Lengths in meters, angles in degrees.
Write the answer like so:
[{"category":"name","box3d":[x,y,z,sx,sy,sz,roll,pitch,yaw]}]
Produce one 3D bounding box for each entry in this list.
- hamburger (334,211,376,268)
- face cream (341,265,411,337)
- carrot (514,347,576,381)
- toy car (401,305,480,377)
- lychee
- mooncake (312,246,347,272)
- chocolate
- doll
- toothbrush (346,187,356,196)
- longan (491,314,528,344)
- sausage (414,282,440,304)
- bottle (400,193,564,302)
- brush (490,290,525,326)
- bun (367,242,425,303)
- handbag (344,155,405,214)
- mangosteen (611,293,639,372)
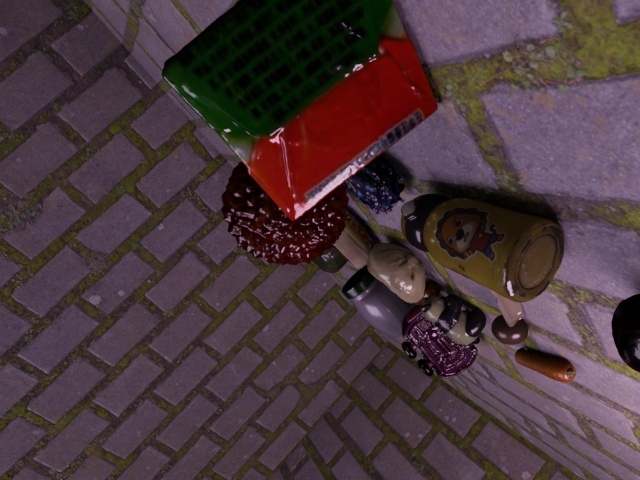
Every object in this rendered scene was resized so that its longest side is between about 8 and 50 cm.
[{"category":"hamburger","box3d":[0.113,-0.015,1.789,0.295,0.151,0.227,43,177,-20]},{"category":"face cream","box3d":[0.299,0.317,2.177,0.357,0.219,0.312,46,170,-7]},{"category":"carrot","box3d":[0.708,0.391,1.342,0.067,0.067,0.225,46,171,-8]},{"category":"toy car","box3d":[0.482,0.391,1.788,0.340,0.271,0.240,50,-171,-13]},{"category":"lychee","box3d":[-0.098,-0.129,1.453,0.425,0.500,0.424,14,113,35]},{"category":"mooncake","box3d":[0.000,0.000,2.149,0.356,0.194,0.356,41,170,9]},{"category":"chocolate","box3d":[-0.026,-0.273,0.747,0.341,0.360,0.161,52,-179,-35]},{"category":"doll","box3d":[0.475,0.275,1.541,0.234,0.135,0.143,36,167,10]},{"category":"toothbrush","box3d":[0.115,-0.167,1.529,0.167,0.014,0.011,37,159,32]},{"category":"longan","box3d":[0.575,0.269,1.294,0.114,0.092,0.113,0,172,0]},{"category":"sausage","box3d":[0.386,0.209,1.749,0.076,0.102,0.302,12,180,-16]},{"category":"bottle","box3d":[0.319,-0.007,0.939,0.351,0.171,0.171,29,162,54]},{"category":"brush","box3d":[0.485,0.126,1.164,0.321,0.060,0.050,51,180,-33]},{"category":"bun","box3d":[0.285,0.104,1.577,0.259,0.160,0.259,38,-175,-4]},{"category":"handbag","box3d":[0.119,-0.186,1.175,0.260,0.113,0.162,47,166,31]},{"category":"mangosteen","box3d":[0.582,0.159,0.723,0.152,0.152,0.152,42,170,10]}]
